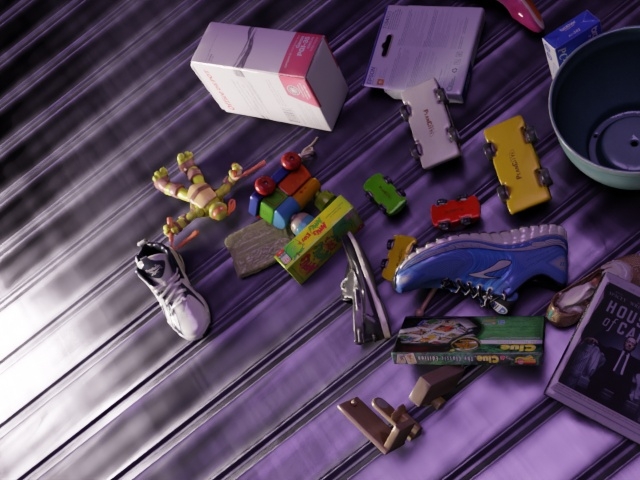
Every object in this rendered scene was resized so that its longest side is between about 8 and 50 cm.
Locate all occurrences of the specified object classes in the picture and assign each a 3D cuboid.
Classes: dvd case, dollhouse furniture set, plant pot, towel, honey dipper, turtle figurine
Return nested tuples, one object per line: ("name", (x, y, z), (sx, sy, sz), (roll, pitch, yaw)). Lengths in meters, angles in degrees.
("dvd case", (0.512, 0.197, 1.387), (0.179, 0.029, 0.239), (27, 85, 12))
("dollhouse furniture set", (0.143, 0.264, 1.459), (0.123, 0.144, 0.151), (40, 120, 29))
("plant pot", (0.570, -0.210, 1.489), (0.293, 0.196, 0.293), (-7, 65, 16))
("towel", (-0.123, 0.009, 1.729), (0.148, 0.027, 0.110), (-26, 62, 5))
("honey dipper", (0.229, 0.080, 1.578), (0.030, 0.030, 0.161), (28, 83, 27))
("turtle figurine", (-0.253, -0.108, 1.792), (0.269, 0.087, 0.217), (-46, 55, -5))

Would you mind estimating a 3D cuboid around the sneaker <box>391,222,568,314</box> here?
("sneaker", (0.294, 0.063, 1.487), (0.329, 0.130, 0.147), (-8, 75, 1))

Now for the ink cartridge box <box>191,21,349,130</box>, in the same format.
("ink cartridge box", (-0.107, -0.357, 1.782), (0.283, 0.207, 0.117), (14, 71, 24))

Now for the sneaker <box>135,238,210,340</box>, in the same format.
("sneaker", (-0.316, 0.091, 1.687), (0.094, 0.153, 0.235), (-27, 61, 8))

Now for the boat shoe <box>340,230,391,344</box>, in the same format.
("boat shoe", (0.071, 0.089, 1.595), (0.079, 0.084, 0.233), (-20, 65, 10))

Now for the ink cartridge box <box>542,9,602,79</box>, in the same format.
("ink cartridge box", (0.492, -0.327, 1.560), (0.097, 0.207, 0.046), (-32, 48, 3))

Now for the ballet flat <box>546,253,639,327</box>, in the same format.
("ballet flat", (0.494, 0.085, 1.459), (0.206, 0.067, 0.073), (-35, 60, 1))

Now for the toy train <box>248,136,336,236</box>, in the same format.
("toy train", (-0.024, -0.115, 1.721), (0.143, 0.105, 0.248), (36, 58, 13))

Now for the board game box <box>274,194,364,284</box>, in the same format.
("board game box", (0.000, 0.000, 1.653), (0.181, 0.092, 0.043), (-43, 62, -3))

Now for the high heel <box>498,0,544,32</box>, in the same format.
("high heel", (0.376, -0.509, 1.772), (0.117, 0.082, 0.244), (-45, 71, 28))

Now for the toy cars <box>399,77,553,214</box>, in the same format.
("toy cars", (0.309, -0.183, 1.633), (0.393, 0.087, 0.176), (32, 91, 32))

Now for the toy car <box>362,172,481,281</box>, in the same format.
("toy car", (0.173, -0.048, 1.638), (0.239, 0.053, 0.225), (-41, 60, -2))

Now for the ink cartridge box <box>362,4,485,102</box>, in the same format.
("ink cartridge box", (0.225, -0.408, 1.782), (0.223, 0.045, 0.223), (10, 71, 23))

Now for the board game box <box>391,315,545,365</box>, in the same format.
("board game box", (0.268, 0.178, 1.473), (0.259, 0.136, 0.030), (-2, 111, 19))
